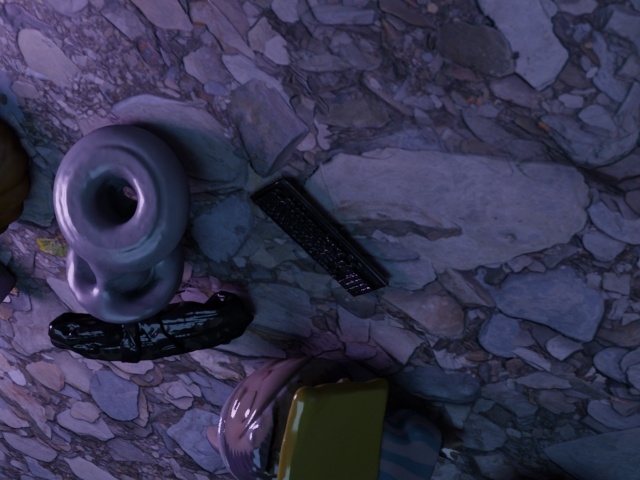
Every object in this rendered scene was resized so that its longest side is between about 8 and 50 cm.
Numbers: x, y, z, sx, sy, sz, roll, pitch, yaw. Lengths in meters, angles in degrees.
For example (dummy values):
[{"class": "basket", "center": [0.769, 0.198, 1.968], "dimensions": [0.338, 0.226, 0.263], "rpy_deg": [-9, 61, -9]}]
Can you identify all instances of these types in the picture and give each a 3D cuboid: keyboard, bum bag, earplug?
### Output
[{"class": "keyboard", "center": [0.000, 0.000, 1.388], "dimensions": [0.230, 0.025, 0.093], "rpy_deg": [44, 140, -19]}, {"class": "bum bag", "center": [-0.278, 0.152, 1.588], "dimensions": [0.340, 0.095, 0.144], "rpy_deg": [-9, 148, 1]}, {"class": "earplug", "center": [-0.287, -0.019, 1.431], "dimensions": [0.214, 0.175, 0.326], "rpy_deg": [21, 131, 14]}]

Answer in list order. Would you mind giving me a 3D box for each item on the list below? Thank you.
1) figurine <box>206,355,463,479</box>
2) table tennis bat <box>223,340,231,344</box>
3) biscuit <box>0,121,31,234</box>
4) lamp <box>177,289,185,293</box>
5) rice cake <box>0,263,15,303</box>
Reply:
[{"class": "figurine", "center": [-0.015, 0.308, 1.644], "dimensions": [0.361, 0.266, 0.377], "rpy_deg": [21, -178, -34]}, {"class": "table tennis bat", "center": [-0.195, 0.161, 1.681], "dimensions": [0.083, 0.007, 0.050], "rpy_deg": [15, 139, 12]}, {"class": "biscuit", "center": [-0.627, -0.109, 1.512], "dimensions": [0.325, 0.107, 0.326], "rpy_deg": [4, 134, 4]}, {"class": "lamp", "center": [-0.287, 0.109, 1.640], "dimensions": [0.041, 0.054, 0.121], "rpy_deg": [50, 132, 2]}, {"class": "rice cake", "center": [-0.683, -0.032, 1.695], "dimensions": [0.064, 0.070, 0.399], "rpy_deg": [-12, 127, 32]}]
